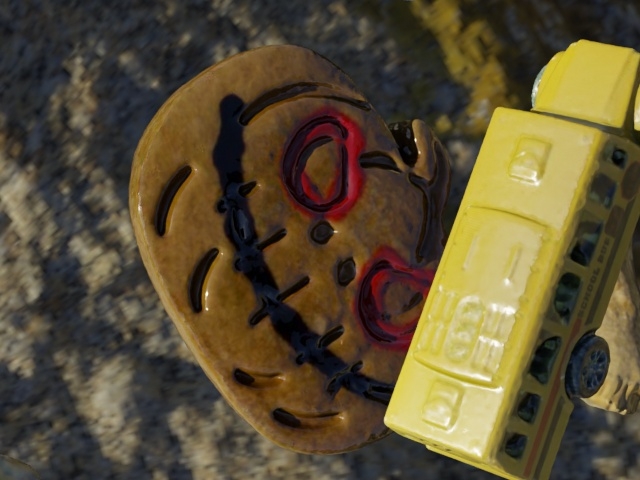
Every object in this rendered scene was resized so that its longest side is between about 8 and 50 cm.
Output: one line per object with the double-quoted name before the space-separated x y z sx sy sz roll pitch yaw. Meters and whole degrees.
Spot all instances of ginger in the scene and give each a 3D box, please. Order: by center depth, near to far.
"ginger" 0.237 0.017 1.692 0.126 0.190 0.354 14 50 -34

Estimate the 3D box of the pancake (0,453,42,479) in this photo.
"pancake" -0.157 0.166 0.454 0.057 0.266 0.244 30 32 -19

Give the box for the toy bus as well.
"toy bus" 0.162 0.009 1.329 0.123 0.121 0.335 24 85 -51

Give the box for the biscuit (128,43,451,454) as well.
"biscuit" 0.001 0.000 1.582 0.314 0.063 0.367 -35 104 -23
